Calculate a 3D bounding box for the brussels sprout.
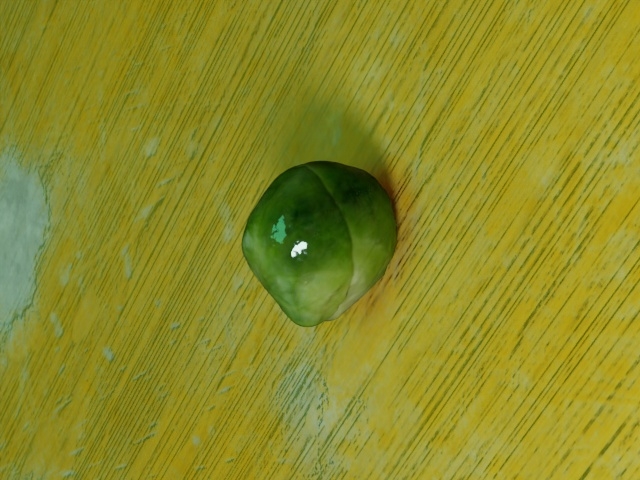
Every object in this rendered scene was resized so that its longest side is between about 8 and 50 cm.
[{"bbox_3d":[-0.001,-0.003,1.694,0.117,0.155,0.155,49,128,28],"label":"brussels sprout"}]
